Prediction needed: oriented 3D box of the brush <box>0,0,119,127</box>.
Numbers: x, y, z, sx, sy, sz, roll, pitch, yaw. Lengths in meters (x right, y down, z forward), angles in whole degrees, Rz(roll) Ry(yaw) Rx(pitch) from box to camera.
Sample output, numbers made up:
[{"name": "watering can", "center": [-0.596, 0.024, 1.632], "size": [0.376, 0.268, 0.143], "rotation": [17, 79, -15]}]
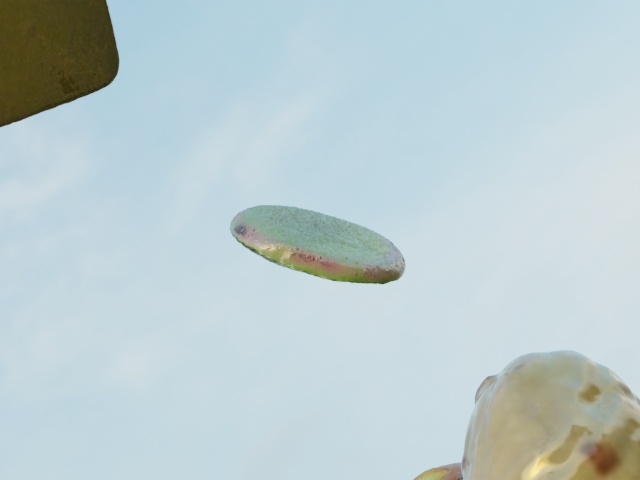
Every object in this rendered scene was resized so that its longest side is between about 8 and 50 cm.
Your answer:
[{"name": "brush", "center": [-0.214, -0.181, 0.973], "size": [0.123, 0.059, 0.197], "rotation": [-29, -65, -40]}]

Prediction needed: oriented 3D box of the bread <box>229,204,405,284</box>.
[{"name": "bread", "center": [0.000, 0.000, 1.830], "size": [0.228, 0.228, 0.033], "rotation": [-5, -63, -54]}]

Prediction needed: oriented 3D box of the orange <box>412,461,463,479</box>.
[{"name": "orange", "center": [0.191, 0.396, 1.863], "size": [0.240, 0.240, 0.240], "rotation": [-35, -28, -21]}]

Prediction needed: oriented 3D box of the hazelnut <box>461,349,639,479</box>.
[{"name": "hazelnut", "center": [0.245, 0.255, 1.531], "size": [0.241, 0.261, 0.261], "rotation": [-22, -31, -10]}]
